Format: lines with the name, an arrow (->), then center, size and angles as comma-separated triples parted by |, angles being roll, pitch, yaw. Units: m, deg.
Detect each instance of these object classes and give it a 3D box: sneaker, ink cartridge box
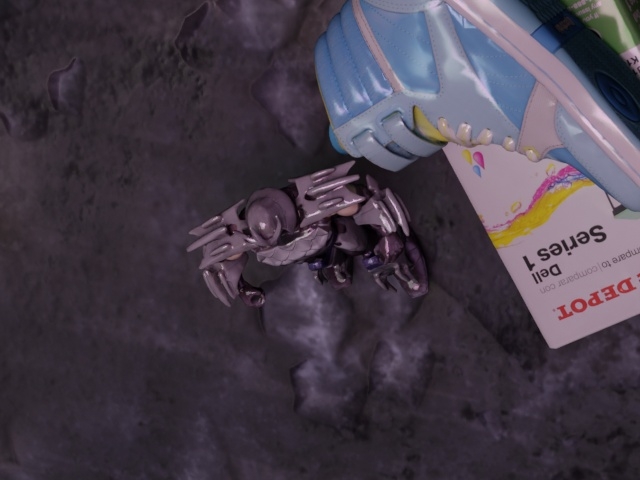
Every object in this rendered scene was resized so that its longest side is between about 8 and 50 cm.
sneaker -> 0.130, -0.098, 1.580 | 0.319, 0.127, 0.208 | 47, 115, 12
ink cartridge box -> 0.232, -0.074, 1.685 | 0.201, 0.117, 0.278 | -25, 100, 25

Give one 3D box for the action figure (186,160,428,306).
action figure -> 0.000, 0.000, 1.701 | 0.185, 0.285, 0.099 | -11, 81, 20
